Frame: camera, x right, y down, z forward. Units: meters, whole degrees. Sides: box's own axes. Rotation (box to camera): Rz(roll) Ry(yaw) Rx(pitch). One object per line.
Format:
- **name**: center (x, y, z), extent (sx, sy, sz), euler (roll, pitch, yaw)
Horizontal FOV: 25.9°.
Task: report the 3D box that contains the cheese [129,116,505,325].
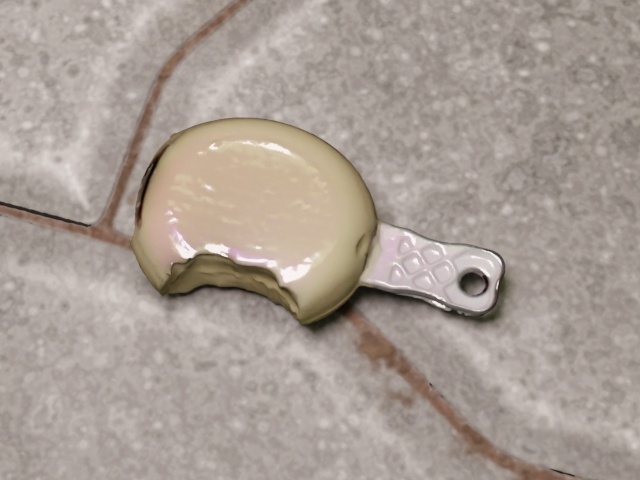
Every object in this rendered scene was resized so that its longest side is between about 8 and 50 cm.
- **cheese**: center (0.000, 0.000, 1.076), extent (0.286, 0.082, 0.163), euler (18, 72, 10)
